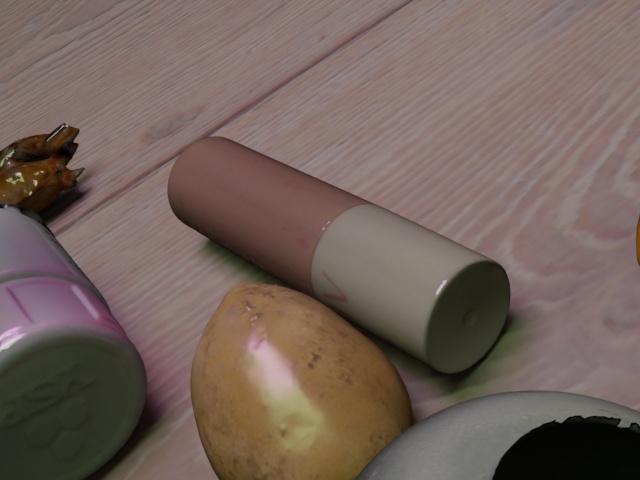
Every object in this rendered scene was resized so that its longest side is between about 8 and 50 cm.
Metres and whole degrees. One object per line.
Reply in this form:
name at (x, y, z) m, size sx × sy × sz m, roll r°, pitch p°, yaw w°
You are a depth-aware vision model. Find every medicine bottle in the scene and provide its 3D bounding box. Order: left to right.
medicine bottle at (-0.200, 0.067, 0.655) m, size 0.135 × 0.135 × 0.168 m, roll -43°, pitch 42°, yaw -9°

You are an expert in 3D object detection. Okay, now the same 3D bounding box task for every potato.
potato at (-0.015, 0.091, 0.543) m, size 0.112 × 0.112 × 0.147 m, roll -37°, pitch 49°, yaw -2°

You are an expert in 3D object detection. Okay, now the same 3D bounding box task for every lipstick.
lipstick at (0.000, 0.000, 0.635) m, size 0.070 × 0.070 × 0.254 m, roll -48°, pitch 44°, yaw -14°

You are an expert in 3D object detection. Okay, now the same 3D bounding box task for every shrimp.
shrimp at (-0.274, -0.055, 0.870) m, size 0.188 × 0.051 × 0.132 m, roll -18°, pitch 45°, yaw 22°

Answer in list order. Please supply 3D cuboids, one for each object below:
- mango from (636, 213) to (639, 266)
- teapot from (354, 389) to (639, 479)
mango at (0.265, -0.046, 0.471) m, size 0.252 × 0.126 × 0.154 m, roll -25°, pitch 32°, yaw 12°
teapot at (0.094, 0.139, 0.370) m, size 0.193 × 0.129 × 0.294 m, roll 34°, pitch 47°, yaw 20°
